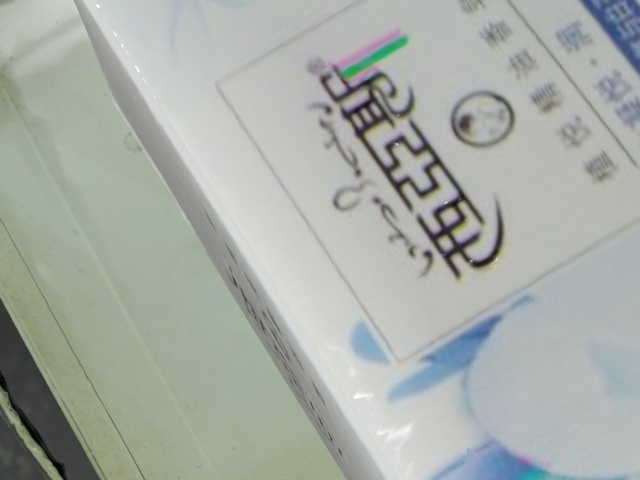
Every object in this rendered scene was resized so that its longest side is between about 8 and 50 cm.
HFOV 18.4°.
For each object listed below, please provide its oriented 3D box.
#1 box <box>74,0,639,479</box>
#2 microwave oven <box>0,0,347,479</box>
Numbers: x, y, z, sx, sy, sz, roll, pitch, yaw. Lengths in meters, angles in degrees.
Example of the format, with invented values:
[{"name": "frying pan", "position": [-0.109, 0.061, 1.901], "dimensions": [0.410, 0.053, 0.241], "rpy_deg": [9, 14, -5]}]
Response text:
[{"name": "box", "position": [0.072, -0.022, 0.592], "dimensions": [0.274, 0.203, 0.116], "rpy_deg": [57, 171, 27]}, {"name": "microwave oven", "position": [0.000, 0.000, 1.097], "dimensions": [0.333, 0.247, 0.394], "rpy_deg": [-28, 92, 16]}]
